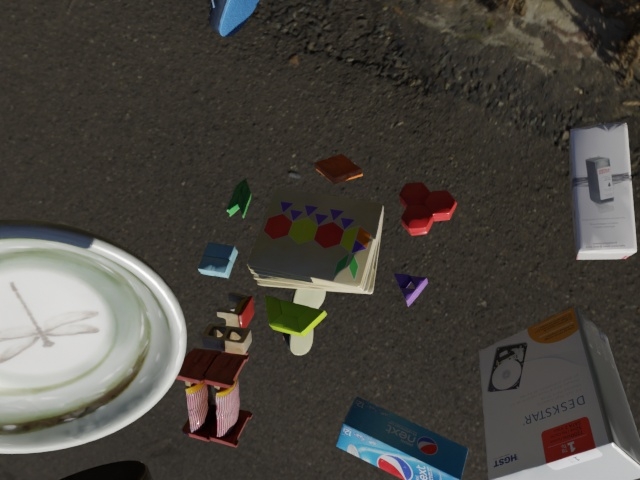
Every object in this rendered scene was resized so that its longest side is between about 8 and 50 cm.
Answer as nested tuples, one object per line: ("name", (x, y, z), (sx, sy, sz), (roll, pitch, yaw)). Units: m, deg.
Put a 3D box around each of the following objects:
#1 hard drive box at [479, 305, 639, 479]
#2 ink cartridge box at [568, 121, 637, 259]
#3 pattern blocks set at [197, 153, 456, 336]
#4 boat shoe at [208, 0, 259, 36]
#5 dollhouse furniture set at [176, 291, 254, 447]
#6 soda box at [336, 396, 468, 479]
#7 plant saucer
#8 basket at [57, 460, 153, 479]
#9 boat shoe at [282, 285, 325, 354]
("hard drive box", (0.335, 0.237, 0.786), (0.089, 0.232, 0.181), (40, 125, -19))
("ink cartridge box", (0.494, -0.080, 0.960), (0.092, 0.158, 0.218), (-2, 83, 23))
("pattern blocks set", (0.000, 0.000, 0.772), (0.325, 0.285, 0.026), (18, 156, 21))
("boat shoe", (-0.128, -0.463, 0.867), (0.089, 0.109, 0.258), (34, 116, 10))
("dollhouse furniture set", (-0.233, 0.327, 1.448), (0.152, 0.374, 0.201), (6, 119, 12))
("soda box", (0.139, 0.357, 0.936), (0.210, 0.071, 0.067), (21, 124, 15))
("plant saucer", (-0.393, 0.126, 0.745), (0.400, 0.100, 0.400), (-10, 126, -14))
("basket", (-0.149, 0.289, 0.370), (0.154, 0.204, 0.227), (-17, 91, -13))
("boat shoe", (-0.026, 0.098, 0.793), (0.049, 0.042, 0.133), (8, 99, -26))
